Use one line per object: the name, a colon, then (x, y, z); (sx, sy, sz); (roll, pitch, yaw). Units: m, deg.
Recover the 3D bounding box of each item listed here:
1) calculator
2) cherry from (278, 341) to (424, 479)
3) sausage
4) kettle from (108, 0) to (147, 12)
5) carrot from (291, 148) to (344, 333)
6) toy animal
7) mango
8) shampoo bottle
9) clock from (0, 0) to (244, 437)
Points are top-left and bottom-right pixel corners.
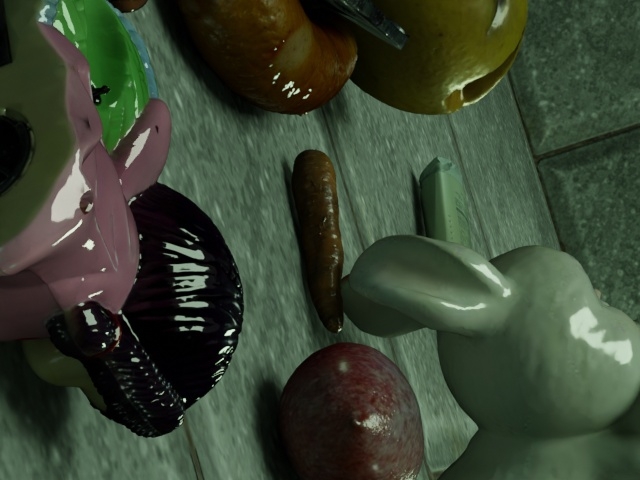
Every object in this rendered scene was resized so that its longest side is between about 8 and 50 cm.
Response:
calculator: (-0.021, -0.211, 1.374); (0.161, 0.021, 0.262); (33, 4, 15)
cherry: (0.024, 0.123, 1.179); (0.107, 0.090, 0.225); (62, 2, 8)
sausage: (-0.033, -0.144, 1.309); (0.302, 0.076, 0.103); (9, 66, -77)
kettle: (-0.117, -0.254, 0.979); (0.255, 0.165, 0.240); (43, 61, -73)
carrot: (0.001, 0.001, 1.357); (0.035, 0.036, 0.165); (53, 25, -56)
toy animal: (0.149, 0.131, 1.383); (0.183, 0.247, 0.310); (-134, -142, -73)
mango: (0.053, -0.261, 1.572); (0.253, 0.182, 0.365); (52, 0, 42)
shampoo bottle: (0.135, -0.002, 1.898); (0.212, 0.049, 0.072); (-91, 155, -51)
clock: (-0.108, -0.025, 0.773); (0.195, 0.100, 0.194); (56, 18, -54)
